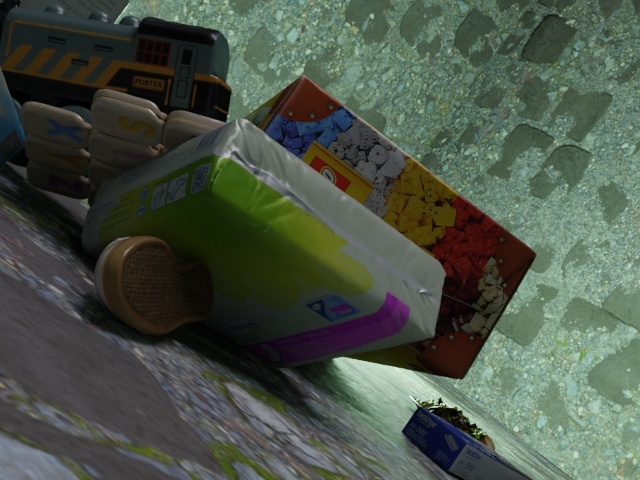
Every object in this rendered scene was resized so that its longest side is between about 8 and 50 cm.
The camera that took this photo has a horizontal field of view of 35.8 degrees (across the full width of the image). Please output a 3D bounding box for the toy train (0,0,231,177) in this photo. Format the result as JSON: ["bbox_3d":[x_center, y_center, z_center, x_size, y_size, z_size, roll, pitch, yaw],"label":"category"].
[{"bbox_3d":[-0.254,-0.164,1.115,0.334,0.190,0.142,10,1,5],"label":"toy train"}]

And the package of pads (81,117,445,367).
[{"bbox_3d":[-0.058,0.016,0.977,0.229,0.101,0.297,-17,-42,44],"label":"package of pads"}]

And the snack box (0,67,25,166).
[{"bbox_3d":[-0.440,-0.215,0.977,0.322,0.060,0.187,35,-25,15],"label":"snack box"}]

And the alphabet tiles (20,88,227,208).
[{"bbox_3d":[-0.171,-0.057,1.022,0.278,0.021,0.284,16,-28,-6],"label":"alphabet tiles"}]

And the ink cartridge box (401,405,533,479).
[{"bbox_3d":[0.205,0.294,1.324,0.207,0.046,0.097,35,-1,-43],"label":"ink cartridge box"}]

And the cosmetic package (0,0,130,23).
[{"bbox_3d":[-0.363,-0.316,1.263,0.156,0.385,0.217,34,3,-34],"label":"cosmetic package"}]

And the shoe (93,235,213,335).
[{"bbox_3d":[-0.144,0.041,0.812,0.058,0.076,0.219,0,-8,10],"label":"shoe"}]

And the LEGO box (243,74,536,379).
[{"bbox_3d":[0.000,0.000,1.386,0.372,0.193,0.500,36,-12,-13],"label":"LEGO box"}]

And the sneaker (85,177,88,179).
[{"bbox_3d":[-0.401,-0.173,1.486,0.283,0.110,0.122,35,3,-15],"label":"sneaker"}]

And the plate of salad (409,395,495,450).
[{"bbox_3d":[0.240,0.319,1.700,0.200,0.048,0.200,35,0,0],"label":"plate of salad"}]
